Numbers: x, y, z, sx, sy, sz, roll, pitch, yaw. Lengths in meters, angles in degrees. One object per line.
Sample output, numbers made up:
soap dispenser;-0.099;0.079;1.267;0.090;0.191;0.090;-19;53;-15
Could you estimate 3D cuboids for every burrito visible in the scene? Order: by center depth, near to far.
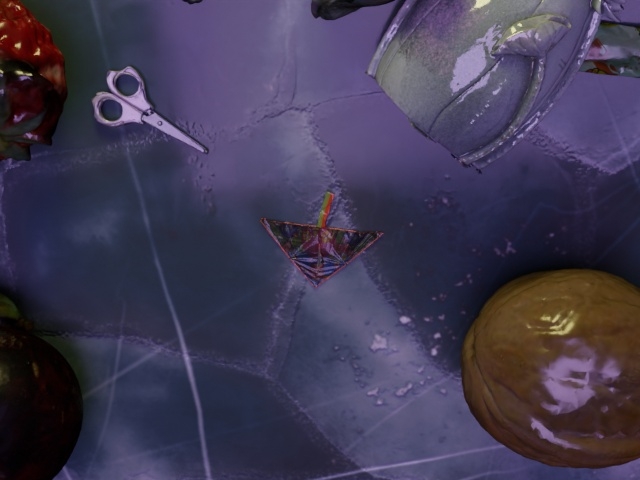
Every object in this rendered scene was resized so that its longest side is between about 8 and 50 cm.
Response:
burrito;0.069;-0.335;1.421;0.096;0.309;0.066;1;91;-27
burrito;0.468;-0.273;1.517;0.288;0.054;0.104;6;107;6

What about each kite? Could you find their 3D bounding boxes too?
kite;0.000;0.000;1.683;0.190;0.010;0.159;5;109;4

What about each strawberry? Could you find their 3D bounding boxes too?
strawberry;-0.508;-0.239;1.549;0.291;0.310;0.292;-9;133;-10

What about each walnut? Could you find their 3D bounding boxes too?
walnut;0.369;0.184;1.565;0.332;0.333;0.333;2;109;6

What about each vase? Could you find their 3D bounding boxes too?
vase;0.272;-0.322;1.434;0.250;0.250;0.445;38;104;-7

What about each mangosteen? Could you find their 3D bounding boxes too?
mangosteen;-0.524;0.239;1.710;0.306;0.359;0.306;-7;140;-6

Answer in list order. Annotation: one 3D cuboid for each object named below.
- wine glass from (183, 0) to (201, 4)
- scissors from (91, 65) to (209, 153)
wine glass;-0.025;-0.466;1.405;0.406;0.267;0.267;-19;106;15
scissors;-0.249;-0.180;1.647;0.189;0.015;0.100;32;107;-6
